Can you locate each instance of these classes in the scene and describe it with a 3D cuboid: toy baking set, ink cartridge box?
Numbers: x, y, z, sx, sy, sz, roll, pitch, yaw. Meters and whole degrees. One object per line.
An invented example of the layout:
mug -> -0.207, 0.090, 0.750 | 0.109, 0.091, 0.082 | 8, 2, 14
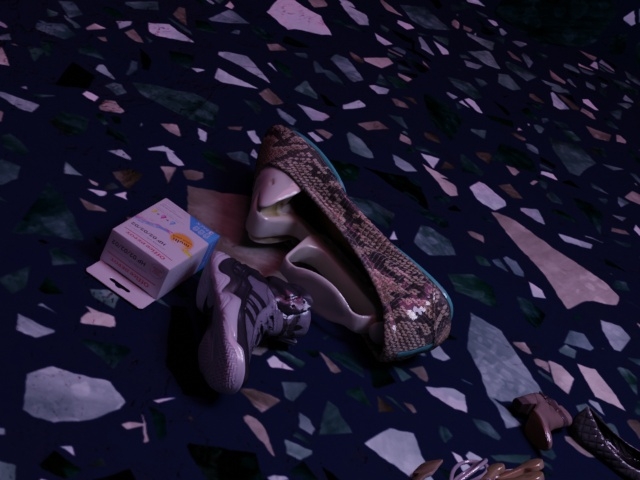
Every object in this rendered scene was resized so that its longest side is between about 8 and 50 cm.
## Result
toy baking set -> 0.172, 0.322, 1.649 | 0.197, 0.256, 0.030 | -21, 97, -34
ink cartridge box -> -0.236, 0.017, 1.857 | 0.104, 0.061, 0.181 | 34, 31, 11

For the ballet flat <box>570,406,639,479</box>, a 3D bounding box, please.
ballet flat -> 0.457, 0.318, 1.978 | 0.173, 0.049, 0.057 | 34, 31, 9

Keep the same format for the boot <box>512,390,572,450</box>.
boot -> 0.343, 0.271, 1.966 | 0.087, 0.042, 0.118 | 10, 35, -33

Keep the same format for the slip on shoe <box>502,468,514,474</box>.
slip on shoe -> 0.248, 0.360, 1.579 | 0.123, 0.101, 0.331 | -10, 19, 7

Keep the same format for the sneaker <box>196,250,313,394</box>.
sneaker -> -0.083, 0.117, 1.788 | 0.153, 0.101, 0.268 | 14, 30, -18

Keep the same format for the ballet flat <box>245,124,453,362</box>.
ballet flat -> 0.000, 0.000, 2.005 | 0.182, 0.164, 0.483 | -21, 56, -33
